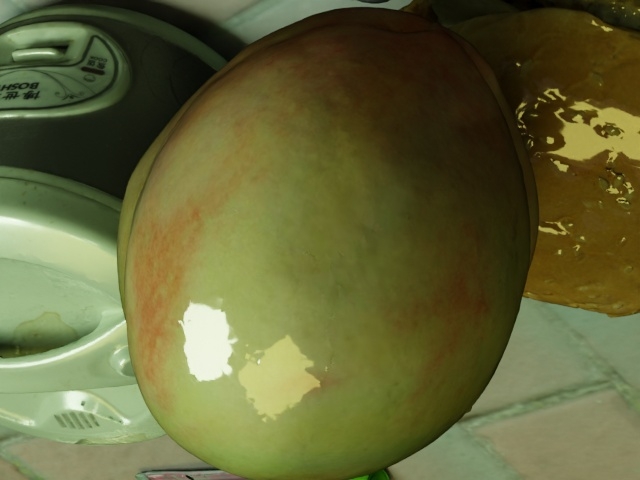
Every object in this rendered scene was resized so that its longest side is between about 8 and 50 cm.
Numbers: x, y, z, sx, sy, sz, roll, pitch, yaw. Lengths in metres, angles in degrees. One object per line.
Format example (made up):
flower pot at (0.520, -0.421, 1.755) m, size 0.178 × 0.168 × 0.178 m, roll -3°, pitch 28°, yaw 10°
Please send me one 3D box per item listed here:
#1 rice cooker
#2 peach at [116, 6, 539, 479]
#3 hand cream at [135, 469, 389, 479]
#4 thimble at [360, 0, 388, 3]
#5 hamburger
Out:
rice cooker at (-0.184, -0.005, 1.217) m, size 0.288 × 0.277 × 0.288 m, roll 11°, pitch 140°, yaw 9°
peach at (0.000, 0.000, 0.975) m, size 0.248 × 0.292 × 0.292 m, roll 16°, pitch 141°, yaw 6°
hand cream at (-0.058, 0.260, 1.674) m, size 0.275 × 0.050 × 0.079 m, roll -6°, pitch 111°, yaw 32°
thimble at (0.030, -0.258, 0.934) m, size 0.205 × 0.172 × 0.236 m, roll 30°, pitch 140°, yaw -12°
hamburger at (0.164, -0.066, 1.138) m, size 0.283 × 0.144 × 0.259 m, roll 20°, pitch 144°, yaw 4°
